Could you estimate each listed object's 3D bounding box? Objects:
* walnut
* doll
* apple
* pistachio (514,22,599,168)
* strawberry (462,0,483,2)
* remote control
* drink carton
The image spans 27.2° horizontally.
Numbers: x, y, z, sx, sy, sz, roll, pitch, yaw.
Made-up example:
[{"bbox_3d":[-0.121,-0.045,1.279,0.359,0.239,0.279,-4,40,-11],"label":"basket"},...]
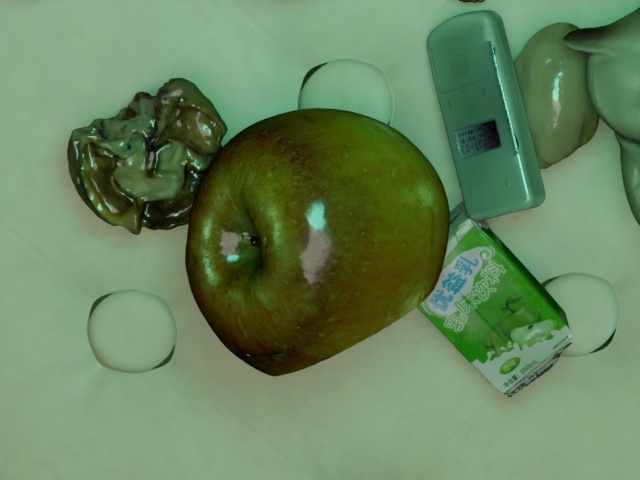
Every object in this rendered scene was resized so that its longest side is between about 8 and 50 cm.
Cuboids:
[{"bbox_3d":[-0.246,-0.127,1.958,0.238,0.141,0.204,-25,119,7],"label":"walnut"},{"bbox_3d":[0.504,-0.154,1.855,0.215,0.226,0.370,-31,121,-7],"label":"doll"},{"bbox_3d":[0.000,0.000,1.892,0.374,0.374,0.384,17,114,-6],"label":"apple"},{"bbox_3d":[0.339,-0.211,1.934,0.143,0.144,0.215,4,99,-1],"label":"pistachio"},{"bbox_3d":[0.287,-0.442,1.880,0.235,0.107,0.175,-7,145,3],"label":"strawberry"},{"bbox_3d":[0.235,-0.182,1.916,0.140,0.056,0.296,-15,88,49],"label":"remote control"},{"bbox_3d":[0.255,0.090,2.042,0.161,0.108,0.271,-41,104,12],"label":"drink carton"}]
